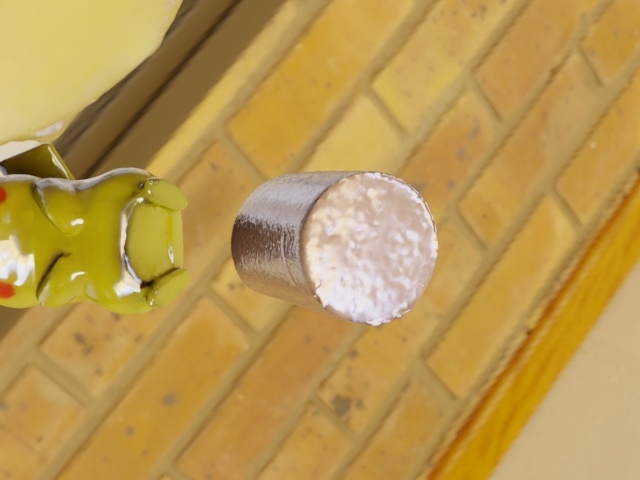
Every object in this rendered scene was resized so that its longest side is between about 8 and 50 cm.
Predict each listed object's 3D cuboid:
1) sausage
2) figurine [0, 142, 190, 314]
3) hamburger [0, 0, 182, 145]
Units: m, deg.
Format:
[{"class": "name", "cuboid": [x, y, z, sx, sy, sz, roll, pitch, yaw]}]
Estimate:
[{"class": "sausage", "cuboid": [0.000, 0.000, 1.107, 0.123, 0.123, 0.253, -49, -163, -11]}, {"class": "figurine", "cuboid": [-0.303, -0.013, 1.448, 0.327, 0.169, 0.218, 1, -89, 12]}, {"class": "hamburger", "cuboid": [-0.216, -0.213, 0.732, 0.276, 0.276, 0.237, -44, -119, -4]}]
